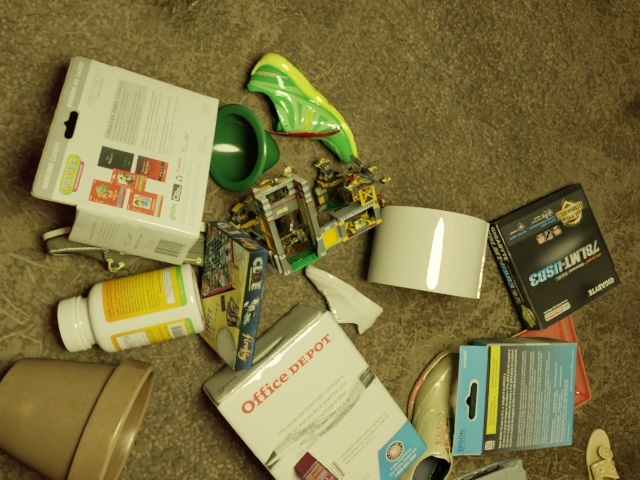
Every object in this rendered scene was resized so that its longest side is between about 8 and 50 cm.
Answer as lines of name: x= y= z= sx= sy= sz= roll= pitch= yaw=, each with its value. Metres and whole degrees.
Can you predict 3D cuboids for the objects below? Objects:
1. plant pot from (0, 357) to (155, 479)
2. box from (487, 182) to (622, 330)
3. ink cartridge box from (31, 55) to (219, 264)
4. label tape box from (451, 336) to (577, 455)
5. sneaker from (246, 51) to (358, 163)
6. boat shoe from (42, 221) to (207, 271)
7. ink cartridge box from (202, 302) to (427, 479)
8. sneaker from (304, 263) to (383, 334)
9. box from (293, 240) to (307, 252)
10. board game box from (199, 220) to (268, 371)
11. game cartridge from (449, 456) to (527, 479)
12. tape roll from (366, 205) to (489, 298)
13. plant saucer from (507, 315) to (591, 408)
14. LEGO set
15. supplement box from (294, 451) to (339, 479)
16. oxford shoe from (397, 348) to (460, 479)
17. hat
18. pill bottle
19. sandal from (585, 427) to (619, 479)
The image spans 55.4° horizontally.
plant pot: x=-0.447 y=0.311 z=1.080 sx=0.229 sy=0.263 sz=0.263 roll=21 pitch=83 yaw=-4
box: x=0.595 y=0.038 z=1.557 sx=0.295 sy=0.073 sz=0.293 roll=-23 pitch=89 yaw=-20
ink cartridge box: x=-0.345 y=-0.144 z=1.099 sx=0.272 sy=0.130 sz=0.309 roll=15 pitch=58 yaw=-21
label tape box: x=0.435 y=0.358 z=1.438 sx=0.347 sy=0.115 sz=0.249 roll=3 pitch=90 yaw=-23
sneaker: x=-0.037 y=-0.267 z=1.313 sx=0.295 sy=0.109 sz=0.123 roll=43 pitch=97 yaw=-18
boat shoe: x=-0.364 y=0.014 z=1.166 sx=0.305 sy=0.109 sz=0.091 roll=-3 pitch=87 yaw=-26
ink cartridge box: x=-0.010 y=0.370 z=1.281 sx=0.285 sy=0.166 sz=0.395 roll=-39 pitch=105 yaw=-17
sneaker: x=0.039 y=0.136 z=1.354 sx=0.212 sy=0.080 sz=0.094 roll=36 pitch=89 yaw=-20
box: x=0.000 y=0.000 z=1.298 sx=0.081 sy=0.136 sz=0.028 roll=-30 pitch=101 yaw=-20
board game box: x=-0.174 y=0.103 z=1.173 sx=0.042 sy=0.165 sz=0.243 roll=-5 pitch=114 yaw=-37
game cartridge: x=0.389 y=0.675 z=1.509 sx=0.294 sy=0.060 sz=0.196 roll=-11 pitch=91 yaw=-21
tape roll: x=0.233 y=0.027 z=1.337 sx=0.246 sy=0.246 sz=0.169 roll=10 pitch=86 yaw=-22
plant saucer: x=0.565 y=0.340 z=1.580 sx=0.259 sy=0.048 sz=0.258 roll=-20 pitch=98 yaw=-20
LEGO set: x=-0.038 y=-0.095 z=1.217 sx=0.331 sy=0.255 sz=0.192 roll=-23 pitch=120 yaw=-13
supplement box: x=-0.002 y=0.453 z=1.167 sx=0.083 sy=0.055 sz=0.043 roll=46 pitch=76 yaw=-17
oxford shoe: x=0.274 y=0.447 z=1.407 sx=0.140 sy=0.146 sz=0.397 roll=24 pitch=81 yaw=-18
hat: x=-0.109 y=-0.189 z=1.272 sx=0.183 sy=0.208 sz=0.173 roll=-10 pitch=122 yaw=-50
pill bottle: x=-0.352 y=0.133 z=1.147 sx=0.245 sy=0.136 sz=0.136 roll=-12 pitch=95 yaw=-9
sandal: x=0.770 y=0.640 z=1.648 sx=0.088 sy=0.079 sz=0.240 roll=13 pitch=85 yaw=-22
